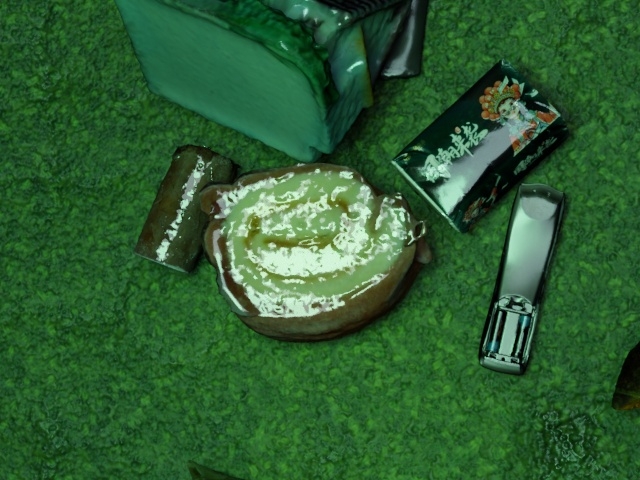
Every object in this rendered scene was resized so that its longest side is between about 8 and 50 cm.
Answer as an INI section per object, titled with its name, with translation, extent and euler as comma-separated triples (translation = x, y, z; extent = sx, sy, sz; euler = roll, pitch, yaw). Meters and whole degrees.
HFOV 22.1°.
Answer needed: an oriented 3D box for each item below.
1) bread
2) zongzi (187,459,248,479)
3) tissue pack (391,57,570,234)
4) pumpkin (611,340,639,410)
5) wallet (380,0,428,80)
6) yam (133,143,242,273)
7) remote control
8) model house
[bread]
translation = 0.003, 0.012, 1.792
extent = 0.244, 0.123, 0.190
euler = -9, 83, 9
[zongzi]
translation = -0.080, 0.273, 1.811
extent = 0.109, 0.055, 0.119
euler = -26, 68, 4
[tissue pack]
translation = 0.175, -0.101, 1.791
extent = 0.170, 0.090, 0.103
euler = -44, 70, 2
[pumpkin]
translation = 0.400, 0.134, 1.706
extent = 0.183, 0.119, 0.108
euler = 6, 83, 10
[wallet]
translation = 0.058, -0.324, 1.875
extent = 0.146, 0.030, 0.285
euler = 6, 85, 8
[yam]
translation = -0.151, -0.036, 1.852
extent = 0.079, 0.079, 0.141
euler = 22, 87, 12
[remote control]
translation = 0.221, 0.041, 1.797
extent = 0.059, 0.028, 0.212
euler = 12, 85, 13
[model house]
translation = -0.041, -0.264, 1.782
extent = 0.280, 0.230, 0.249
euler = 26, 67, 22
